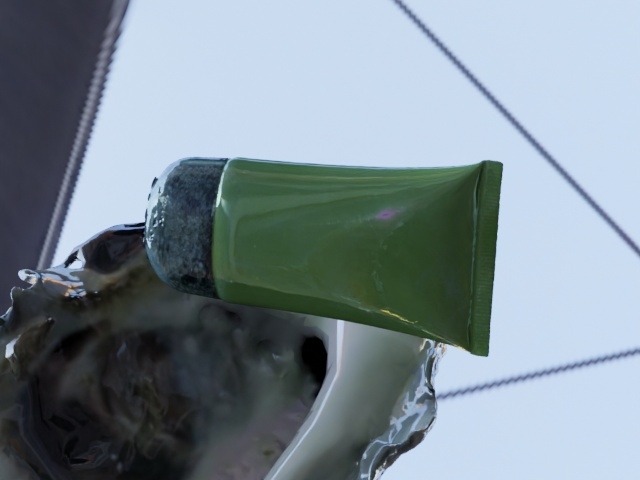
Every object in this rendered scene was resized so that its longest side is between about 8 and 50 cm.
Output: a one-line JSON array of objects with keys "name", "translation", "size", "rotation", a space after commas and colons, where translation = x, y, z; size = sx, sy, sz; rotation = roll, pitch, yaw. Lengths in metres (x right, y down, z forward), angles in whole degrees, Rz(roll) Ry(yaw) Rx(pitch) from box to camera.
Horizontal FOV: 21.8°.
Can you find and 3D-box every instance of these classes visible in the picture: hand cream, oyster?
[{"name": "hand cream", "translation": [0.000, 0.000, 0.810], "size": [0.175, 0.046, 0.095], "rotation": [6, -80, 15]}, {"name": "oyster", "translation": [-0.068, 0.098, 0.866], "size": [0.238, 0.114, 0.351], "rotation": [35, -122, 25]}]
